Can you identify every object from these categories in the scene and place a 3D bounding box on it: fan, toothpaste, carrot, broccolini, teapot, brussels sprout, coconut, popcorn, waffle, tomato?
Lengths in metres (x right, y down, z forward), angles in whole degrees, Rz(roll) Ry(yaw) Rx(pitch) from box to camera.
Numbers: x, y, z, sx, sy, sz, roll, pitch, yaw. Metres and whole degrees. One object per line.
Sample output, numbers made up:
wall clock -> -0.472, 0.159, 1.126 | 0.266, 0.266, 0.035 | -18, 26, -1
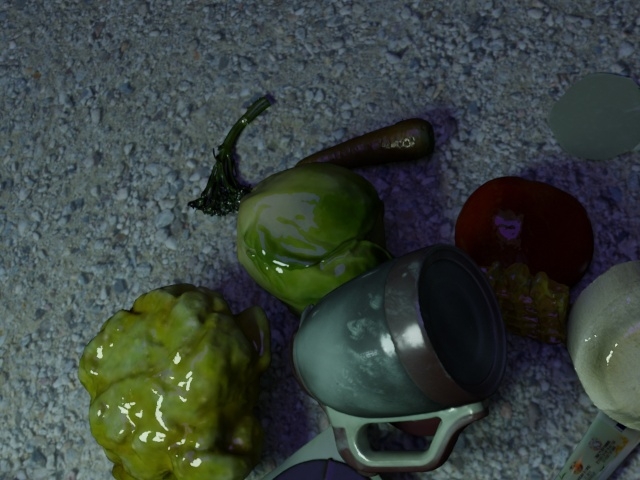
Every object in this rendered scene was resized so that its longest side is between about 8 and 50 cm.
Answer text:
fan -> 0.538, -0.180, 1.895 | 0.182, 0.010, 0.310 | -47, 58, -6
toothpaste -> 0.372, 0.384, 1.663 | 0.314, 0.058, 0.056 | -48, 18, -12
carrot -> 0.063, -0.159, 2.008 | 0.298, 0.078, 0.078 | -13, 62, 15
broccolini -> -0.142, -0.158, 2.084 | 0.123, 0.062, 0.271 | 20, 70, 14
teapot -> 0.105, 0.196, 1.652 | 0.312, 0.233, 0.315 | -22, 83, 37
brussels sprout -> 0.000, 0.001, 1.870 | 0.294, 0.227, 0.259 | 14, 61, -3
coconut -> 0.487, 0.149, 1.637 | 0.237, 0.266, 0.237 | 3, 108, 10
popcorn -> -0.232, 0.237, 1.784 | 0.294, 0.292, 0.334 | -3, 89, -22
waffle -> 0.312, 0.092, 1.725 | 0.160, 0.211, 0.055 | 13, 70, 23
tomato -> 0.327, -0.011, 1.811 | 0.233, 0.139, 0.200 | 13, 77, 22

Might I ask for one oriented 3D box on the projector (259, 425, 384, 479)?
projector -> 0.004, 0.462, 1.724 | 0.259, 0.079, 0.257 | -37, 61, -2

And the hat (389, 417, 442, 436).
hat -> 0.173, 0.218, 1.781 | 0.205, 0.089, 0.205 | -7, 70, 18
